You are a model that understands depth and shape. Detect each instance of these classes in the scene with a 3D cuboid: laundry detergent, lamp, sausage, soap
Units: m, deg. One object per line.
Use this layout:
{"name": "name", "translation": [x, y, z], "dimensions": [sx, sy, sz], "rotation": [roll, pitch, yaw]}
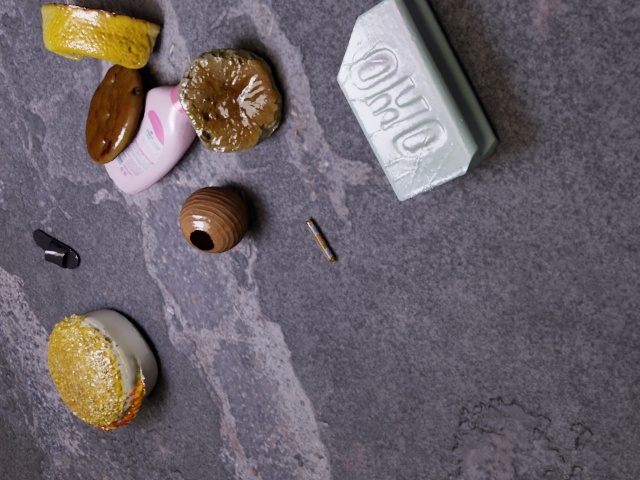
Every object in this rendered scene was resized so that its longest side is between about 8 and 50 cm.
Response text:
{"name": "laundry detergent", "translation": [-0.313, -0.226, 1.710], "dimensions": [0.335, 0.088, 0.159], "rotation": [-36, 77, 40]}
{"name": "lamp", "translation": [-0.207, -0.041, 1.694], "dimensions": [0.136, 0.136, 0.136], "rotation": [16, 120, 30]}
{"name": "sausage", "translation": [0.000, 0.000, 1.635], "dimensions": [0.015, 0.015, 0.100], "rotation": [-30, 92, 42]}
{"name": "soap", "translation": [0.140, -0.226, 1.368], "dimensions": [0.173, 0.095, 0.289], "rotation": [-23, 97, 40]}

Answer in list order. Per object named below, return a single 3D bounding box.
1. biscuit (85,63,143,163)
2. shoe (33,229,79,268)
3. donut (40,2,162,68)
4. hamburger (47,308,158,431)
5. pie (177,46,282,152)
{"name": "biscuit", "translation": [-0.419, -0.256, 1.741], "dimensions": [0.212, 0.036, 0.212], "rotation": [-20, 63, 45]}
{"name": "shoe", "translation": [-0.658, 0.027, 2.114], "dimensions": [0.159, 0.053, 0.062], "rotation": [32, 124, 24]}
{"name": "donut", "translation": [-0.454, -0.403, 1.672], "dimensions": [0.259, 0.152, 0.101], "rotation": [15, 94, 32]}
{"name": "hamburger", "translation": [-0.527, 0.305, 2.066], "dimensions": [0.294, 0.179, 0.276], "rotation": [53, 132, 3]}
{"name": "pie", "translation": [-0.158, -0.253, 1.563], "dimensions": [0.195, 0.046, 0.195], "rotation": [-1, 112, -2]}
